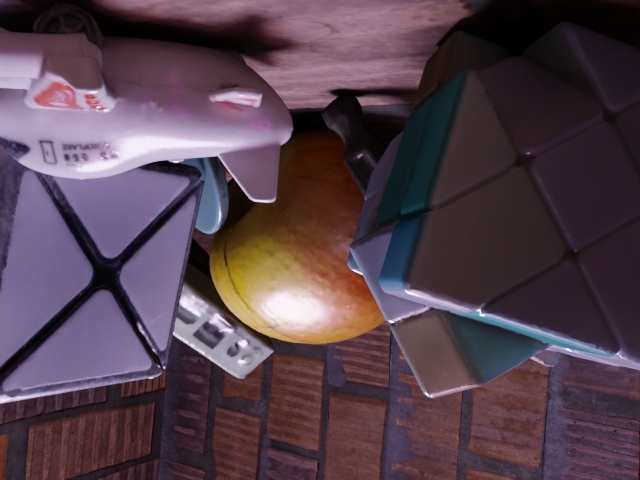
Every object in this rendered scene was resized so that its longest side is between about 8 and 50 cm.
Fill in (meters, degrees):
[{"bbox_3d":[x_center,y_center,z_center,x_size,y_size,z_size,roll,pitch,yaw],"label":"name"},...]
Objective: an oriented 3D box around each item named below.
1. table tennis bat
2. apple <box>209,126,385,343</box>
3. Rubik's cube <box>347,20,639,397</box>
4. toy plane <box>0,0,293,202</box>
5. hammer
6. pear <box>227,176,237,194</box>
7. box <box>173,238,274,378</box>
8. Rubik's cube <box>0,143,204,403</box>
[{"bbox_3d":[-0.179,-0.097,0.810,0.038,0.149,0.237,-22,-146,-30],"label":"table tennis bat"},{"bbox_3d":[0.000,0.000,0.816,0.233,0.285,0.286,33,166,-26],"label":"apple"},{"bbox_3d":[0.140,-0.010,0.453,0.225,0.265,0.213,19,174,-7],"label":"Rubik's cube"},{"bbox_3d":[-0.147,-0.100,0.494,0.253,0.118,0.252,7,178,0],"label":"toy plane"},{"bbox_3d":[0.154,-0.082,0.777,0.044,0.168,0.440,-34,169,29],"label":"hammer"},{"bbox_3d":[-0.049,-0.009,1.111,0.281,0.280,0.281,4,179,0],"label":"pear"},{"bbox_3d":[-0.281,0.033,1.091,0.396,0.111,0.396,45,177,-41],"label":"box"},{"bbox_3d":[-0.312,0.011,0.690,0.259,0.254,0.260,16,-174,33],"label":"Rubik's cube"}]
